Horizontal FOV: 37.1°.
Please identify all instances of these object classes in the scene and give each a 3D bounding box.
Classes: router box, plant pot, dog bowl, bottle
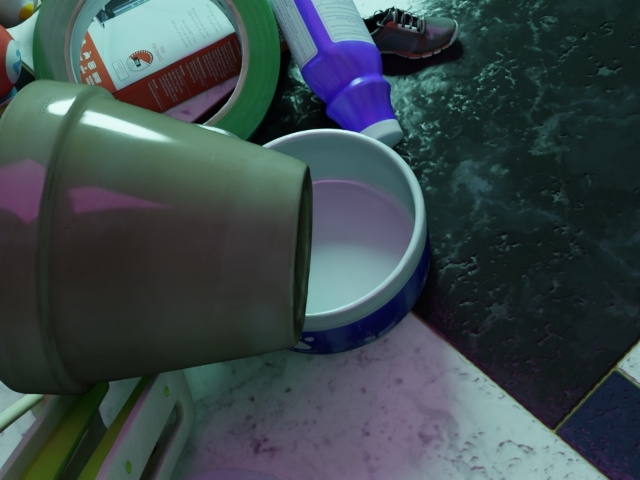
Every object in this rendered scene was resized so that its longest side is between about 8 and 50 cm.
[{"bbox_3d":[-0.250,-0.355,1.434,0.301,0.082,0.335,-28,58,-5],"label":"router box"},{"bbox_3d":[-0.155,0.003,0.975,0.280,0.323,0.323,3,60,5],"label":"plant pot"},{"bbox_3d":[0.000,0.000,1.156,0.264,0.104,0.265,-6,59,9],"label":"dog bowl"},{"bbox_3d":[0.022,-0.247,1.273,0.092,0.118,0.283,-35,73,36],"label":"bottle"}]

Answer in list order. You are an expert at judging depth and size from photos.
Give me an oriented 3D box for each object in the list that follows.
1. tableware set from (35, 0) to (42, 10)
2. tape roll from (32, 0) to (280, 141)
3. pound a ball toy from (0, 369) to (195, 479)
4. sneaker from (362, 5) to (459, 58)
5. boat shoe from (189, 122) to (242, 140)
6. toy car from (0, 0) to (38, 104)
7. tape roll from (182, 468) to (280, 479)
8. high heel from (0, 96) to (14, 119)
[{"bbox_3d":[-0.455,-0.467,1.570,0.128,0.039,0.194,33,71,27],"label":"tableware set"},{"bbox_3d":[-0.215,-0.243,1.271,0.321,0.077,0.322,0,89,-6],"label":"tape roll"},{"bbox_3d":[-0.258,0.237,1.009,0.208,0.136,0.319,-11,18,9],"label":"pound a ball toy"},{"bbox_3d":[0.114,-0.295,1.331,0.157,0.065,0.061,-5,59,9],"label":"sneaker"},{"bbox_3d":[-0.222,-0.078,1.176,0.335,0.112,0.095,-13,12,24],"label":"boat shoe"},{"bbox_3d":[-0.468,-0.329,1.366,0.210,0.219,0.238,39,73,15],"label":"toy car"},{"bbox_3d":[-0.093,0.351,0.986,0.219,0.072,0.219,-5,59,8],"label":"tape roll"},{"bbox_3d":[-0.498,-0.139,1.335,0.244,0.117,0.082,-12,67,3],"label":"high heel"}]
